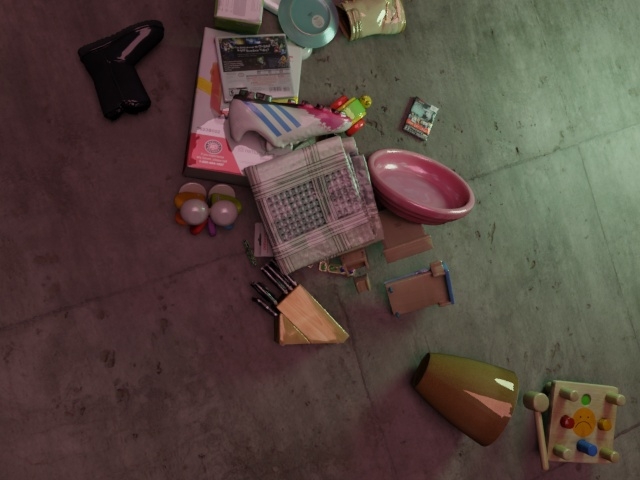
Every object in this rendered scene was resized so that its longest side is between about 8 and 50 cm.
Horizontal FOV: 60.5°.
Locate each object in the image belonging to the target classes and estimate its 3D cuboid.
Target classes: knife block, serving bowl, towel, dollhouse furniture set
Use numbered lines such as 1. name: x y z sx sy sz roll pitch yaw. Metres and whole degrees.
1. knife block: -0.061 0.173 1.569 0.275 0.088 0.242 2 87 -15
2. serving bowl: -0.062 -0.586 1.649 0.083 0.027 0.083 1 85 -17
3. towel: -0.003 -0.098 1.464 0.324 0.056 0.312 -20 98 -15
4. dollhouse furniture set: 0.226 0.085 1.671 0.286 0.198 0.303 -18 124 5

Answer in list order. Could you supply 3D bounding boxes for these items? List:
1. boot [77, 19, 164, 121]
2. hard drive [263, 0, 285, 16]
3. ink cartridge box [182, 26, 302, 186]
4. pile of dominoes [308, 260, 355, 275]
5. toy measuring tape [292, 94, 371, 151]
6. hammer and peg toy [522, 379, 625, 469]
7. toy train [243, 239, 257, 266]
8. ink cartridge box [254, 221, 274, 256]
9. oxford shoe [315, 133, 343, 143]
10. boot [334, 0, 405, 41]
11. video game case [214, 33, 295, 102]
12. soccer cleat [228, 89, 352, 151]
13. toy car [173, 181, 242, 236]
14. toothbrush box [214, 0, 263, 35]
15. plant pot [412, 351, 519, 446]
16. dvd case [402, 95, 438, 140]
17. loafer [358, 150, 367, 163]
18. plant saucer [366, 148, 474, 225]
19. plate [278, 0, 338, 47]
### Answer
1. boot: -0.500 -0.453 1.478 0.246 0.094 0.207 -26 90 -9
2. hard drive: -0.129 -0.788 1.635 0.318 0.040 0.210 27 80 -13
3. ink cartridge box: -0.215 -0.355 1.520 0.279 0.160 0.385 7 84 -16
4. pile of dominoes: 0.030 -0.029 1.634 0.195 0.040 0.251 8 84 -16
5. toy measuring tape: 0.031 -0.331 1.615 0.330 0.121 0.121 -40 97 -14
6. hammer and peg toy: 0.795 0.588 1.769 0.361 0.127 0.266 8 86 -15
7. toy train: -0.201 0.037 1.571 0.017 0.024 0.083 -23 93 -2
8. ink cartridge box: -0.109 -0.004 1.542 0.181 0.061 0.104 0 86 12
9. oxford shoe: 0.070 -0.195 1.568 0.097 0.098 0.271 -34 107 -1
10. boot: 0.135 -0.751 1.685 0.203 0.095 0.262 -16 95 -15
11. video game case: -0.172 -0.454 1.445 0.190 0.022 0.173 -9 88 -16
12. soccer cleat: -0.081 -0.297 1.432 0.331 0.116 0.143 5 108 -22
13. toy car: -0.308 -0.074 1.499 0.181 0.159 0.136 2 121 -16
14. toothbrush box: -0.213 -0.658 1.454 0.122 0.283 0.206 6 100 -10
15. plant pot: 0.413 0.444 1.637 0.254 0.237 0.237 26 80 3
16. dvd case: 0.320 -0.389 1.754 0.087 0.013 0.120 24 81 -13
17. loafer: 0.106 -0.247 1.663 0.148 0.050 0.056 38 77 -11
18. plant saucer: 0.283 -0.151 1.611 0.332 0.332 0.084 11 125 -15
19. plate: -0.032 -0.665 1.622 0.188 0.024 0.188 1 86 -17
